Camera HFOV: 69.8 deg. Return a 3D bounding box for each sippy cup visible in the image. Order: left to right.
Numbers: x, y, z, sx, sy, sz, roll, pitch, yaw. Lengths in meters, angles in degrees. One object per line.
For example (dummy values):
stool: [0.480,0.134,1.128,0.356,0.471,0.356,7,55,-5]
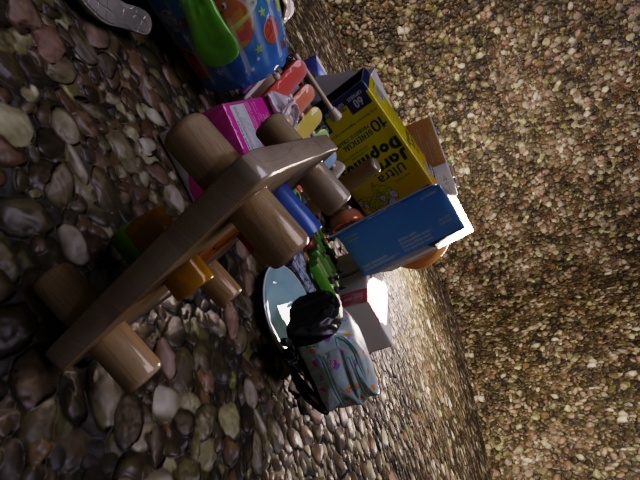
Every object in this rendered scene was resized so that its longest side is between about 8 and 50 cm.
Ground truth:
sippy cup: [-0.163,-0.382,0.757,0.305,0.240,0.224,-55,140,-33]

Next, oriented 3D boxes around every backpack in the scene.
backpack: [0.019,0.184,0.729,0.152,0.115,0.182,-67,136,-68]

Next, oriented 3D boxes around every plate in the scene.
plate: [-0.056,0.132,0.791,0.188,0.024,0.188,55,22,-36]

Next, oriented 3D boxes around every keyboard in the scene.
keyboard: [-0.067,-0.546,1.434,0.100,0.038,0.192,56,16,26]

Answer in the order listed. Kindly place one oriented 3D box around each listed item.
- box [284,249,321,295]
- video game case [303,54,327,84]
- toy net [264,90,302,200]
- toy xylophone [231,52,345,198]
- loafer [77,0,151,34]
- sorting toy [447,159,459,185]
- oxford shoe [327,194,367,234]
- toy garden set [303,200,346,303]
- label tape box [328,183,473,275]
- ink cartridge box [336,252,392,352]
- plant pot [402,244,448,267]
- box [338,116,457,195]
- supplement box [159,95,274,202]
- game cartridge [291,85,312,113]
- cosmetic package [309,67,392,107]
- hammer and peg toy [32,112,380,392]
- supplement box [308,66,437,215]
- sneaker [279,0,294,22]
box: [-0.029,0.078,0.921,0.137,0.027,0.094,61,19,-24]
video game case: [0.024,-0.493,1.654,0.244,0.061,0.269,49,27,-45]
toy net: [-0.046,-0.161,0.743,0.122,0.045,0.232,53,25,-45]
toy xylophone: [-0.050,-0.250,0.974,0.081,0.236,0.322,24,-12,43]
loafer: [-0.281,-0.306,0.609,0.125,0.039,0.045,-8,111,-69]
sorting toy: [0.420,-0.217,1.453,0.062,0.012,0.083,46,32,-45]
oxford shoe: [0.117,-0.077,1.368,0.363,0.130,0.133,23,43,-66]
toy garden set: [0.000,0.000,0.999,0.204,0.049,0.244,62,11,-22]
label tape box: [0.201,-0.016,1.058,0.115,0.249,0.347,65,21,9]
ink cartridge box: [0.106,0.146,1.140,0.158,0.092,0.218,60,18,-28]
plant pot: [0.288,-0.044,1.631,0.203,0.291,0.291,6,64,-51]
box: [0.233,-0.213,1.486,0.168,0.345,0.215,50,26,-49]
supplement box: [-0.136,-0.154,0.730,0.220,0.111,0.114,-58,127,-67]
game cartridge: [-0.048,-0.297,1.245,0.198,0.062,0.297,54,23,-51]
cosmetic package: [0.091,-0.391,1.420,0.225,0.224,0.138,52,58,-43]
hammer and peg toy: [-0.087,-0.025,0.492,0.127,0.266,0.361,49,21,-3]
supplement box: [0.137,-0.240,1.221,0.356,0.194,0.195,50,24,-19]
sneaker: [-0.153,-0.756,1.359,0.252,0.103,0.111,51,23,-42]
